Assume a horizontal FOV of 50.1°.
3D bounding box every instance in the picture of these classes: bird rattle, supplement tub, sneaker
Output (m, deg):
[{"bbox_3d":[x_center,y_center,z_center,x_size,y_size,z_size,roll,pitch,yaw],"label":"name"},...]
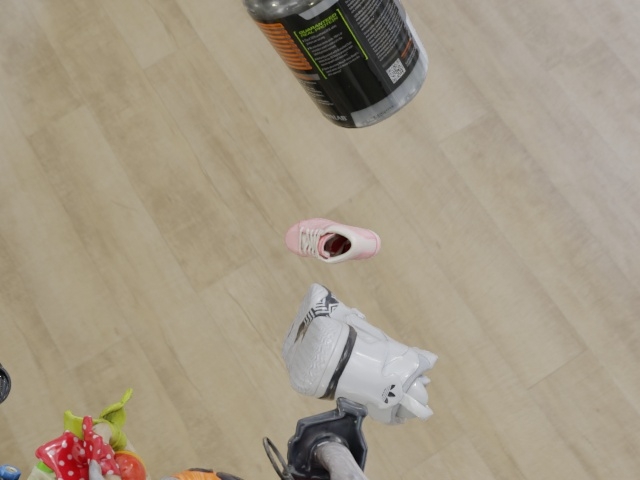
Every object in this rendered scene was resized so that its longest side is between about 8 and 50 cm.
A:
[{"bbox_3d":[-0.324,0.346,1.078,0.143,0.253,0.207,-34,103,-13],"label":"bird rattle"},{"bbox_3d":[0.009,-0.198,0.595,0.117,0.190,0.117,-18,50,22],"label":"supplement tub"},{"bbox_3d":[0.057,0.186,1.102,0.210,0.366,0.137,26,95,-8],"label":"sneaker"},{"bbox_3d":[0.000,0.000,0.840,0.134,0.070,0.051,6,96,32],"label":"sneaker"}]

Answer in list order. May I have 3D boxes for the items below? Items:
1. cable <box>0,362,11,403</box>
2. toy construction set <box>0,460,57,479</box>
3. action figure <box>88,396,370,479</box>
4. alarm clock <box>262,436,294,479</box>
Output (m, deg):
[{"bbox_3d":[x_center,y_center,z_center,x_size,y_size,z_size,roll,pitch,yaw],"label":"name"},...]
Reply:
[{"bbox_3d":[-0.432,0.134,0.753,0.047,0.184,0.150,-50,36,10],"label":"cable"},{"bbox_3d":[-0.412,0.422,1.031,0.215,0.328,0.151,28,70,-11],"label":"toy construction set"},{"bbox_3d":[-0.038,0.333,0.627,0.330,0.178,0.341,1,96,-15],"label":"action figure"},{"bbox_3d":[0.001,0.209,0.444,0.064,0.129,0.192,-32,53,0],"label":"alarm clock"}]
